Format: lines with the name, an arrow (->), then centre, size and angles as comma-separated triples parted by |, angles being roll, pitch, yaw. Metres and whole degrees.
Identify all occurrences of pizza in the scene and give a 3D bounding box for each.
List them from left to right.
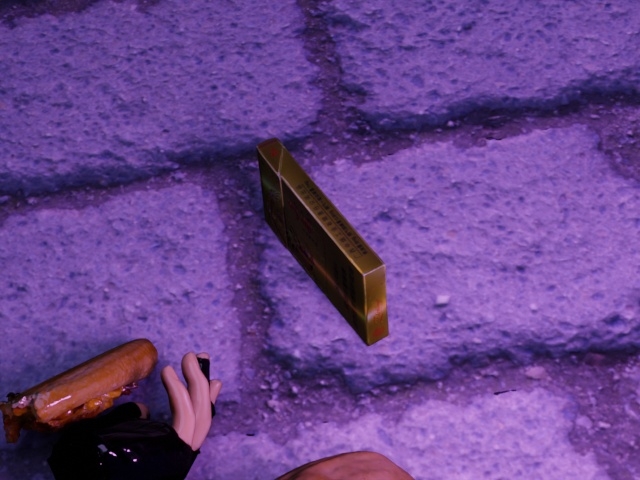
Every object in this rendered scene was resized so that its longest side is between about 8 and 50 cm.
pizza -> -0.353, 0.221, 1.977 | 0.229, 0.081, 0.289 | -21, 3, 27

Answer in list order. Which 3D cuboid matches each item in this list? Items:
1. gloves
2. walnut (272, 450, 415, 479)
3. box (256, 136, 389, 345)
gloves -> -0.235, 0.259, 1.908 | 0.197, 0.152, 0.301 | -7, 27, 42
walnut -> 0.022, 0.411, 1.676 | 0.344, 0.306, 0.306 | -39, 56, -22
box -> 0.000, 0.000, 2.107 | 0.043, 0.173, 0.311 | -26, 53, -18
